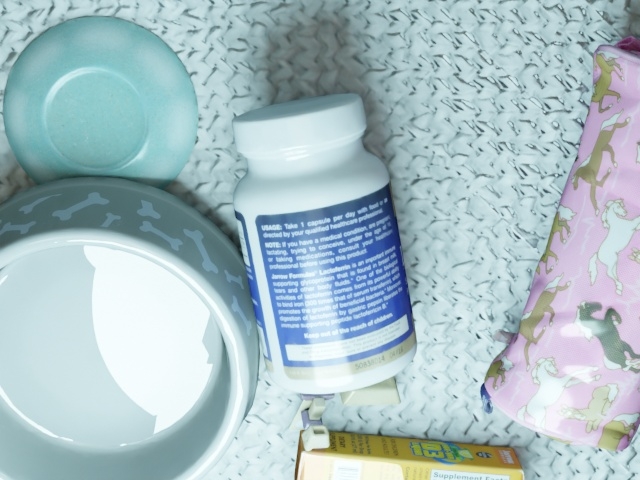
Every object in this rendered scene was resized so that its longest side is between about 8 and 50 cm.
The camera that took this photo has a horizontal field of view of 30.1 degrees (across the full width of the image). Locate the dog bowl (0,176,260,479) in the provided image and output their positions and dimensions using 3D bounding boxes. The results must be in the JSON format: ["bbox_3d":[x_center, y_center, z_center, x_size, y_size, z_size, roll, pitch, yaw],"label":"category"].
[{"bbox_3d":[-0.223,0.117,1.176,0.349,0.102,0.348,-1,110,-3],"label":"dog bowl"}]

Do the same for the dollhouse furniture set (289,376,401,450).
[{"bbox_3d":[0.026,0.187,1.233,0.114,0.091,0.081,1,140,-18],"label":"dollhouse furniture set"}]

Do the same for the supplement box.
[{"bbox_3d":[0.091,0.251,1.244,0.234,0.078,0.080,7,101,-3],"label":"supplement box"}]

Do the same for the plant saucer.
[{"bbox_3d":[-0.218,-0.121,1.168,0.195,0.037,0.194,0,105,-1],"label":"plant saucer"}]

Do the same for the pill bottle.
[{"bbox_3d":[0.000,0.000,1.141,0.153,0.153,0.264,-10,104,1],"label":"pill bottle"}]

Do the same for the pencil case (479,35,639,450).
[{"bbox_3d":[0.283,0.006,1.143,0.167,0.160,0.386,22,103,18],"label":"pencil case"}]
